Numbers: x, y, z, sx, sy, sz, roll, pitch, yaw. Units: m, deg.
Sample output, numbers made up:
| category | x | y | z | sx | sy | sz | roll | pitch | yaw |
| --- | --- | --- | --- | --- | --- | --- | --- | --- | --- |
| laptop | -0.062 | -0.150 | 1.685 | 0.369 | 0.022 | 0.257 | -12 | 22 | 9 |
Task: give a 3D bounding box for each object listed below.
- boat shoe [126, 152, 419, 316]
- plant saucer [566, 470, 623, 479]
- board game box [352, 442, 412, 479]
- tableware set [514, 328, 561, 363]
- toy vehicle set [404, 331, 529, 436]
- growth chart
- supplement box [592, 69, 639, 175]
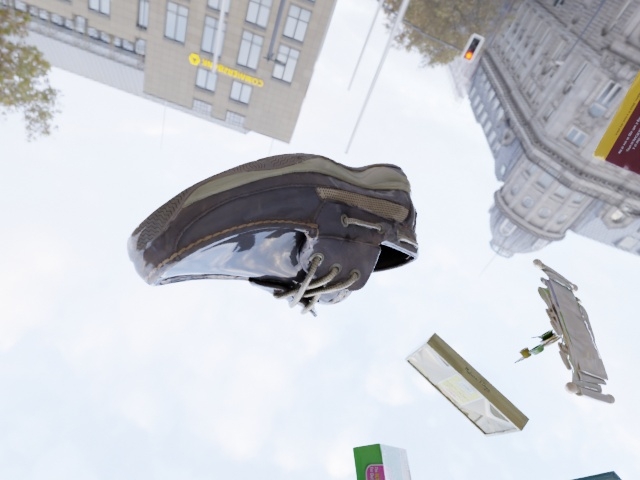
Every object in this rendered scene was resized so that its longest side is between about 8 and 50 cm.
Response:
| category | x | y | z | sx | sy | sz | roll | pitch | yaw |
| --- | --- | --- | --- | --- | --- | --- | --- | --- | --- |
| boat shoe | 0.000 | 0.000 | 0.442 | 0.355 | 0.132 | 0.130 | -13 | -107 | -44 |
| plant saucer | 0.765 | 0.708 | 1.284 | 0.191 | 0.018 | 0.067 | -17 | -175 | 7 |
| board game box | 0.160 | 0.621 | 0.968 | 0.064 | 0.242 | 0.317 | -18 | -121 | 17 |
| tableware set | 0.495 | 0.216 | 0.985 | 0.154 | 0.104 | 0.024 | -24 | -109 | -24 |
| toy vehicle set | 0.331 | 0.343 | 1.049 | 0.267 | 0.166 | 0.035 | 43 | -116 | 12 |
| growth chart | 0.393 | 0.138 | 0.699 | 0.171 | 0.021 | 0.238 | 30 | -134 | -29 |
| supplement box | 0.532 | -0.165 | 0.603 | 0.129 | 0.192 | 0.194 | -12 | -141 | -38 |
